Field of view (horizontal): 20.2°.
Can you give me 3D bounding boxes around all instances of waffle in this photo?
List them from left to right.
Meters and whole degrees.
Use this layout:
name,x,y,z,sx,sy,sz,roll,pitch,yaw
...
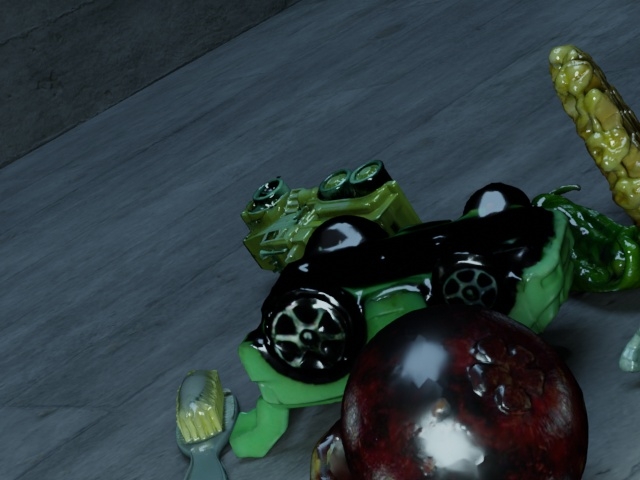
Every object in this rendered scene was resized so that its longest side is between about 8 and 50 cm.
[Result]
name,x,y,z,sx,sy,sz,roll,pitch,yaw
waffle,0.321,-0.099,1.916,0.056,0.249,0.253,-31,-17,13

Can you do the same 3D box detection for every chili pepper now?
name,x,y,z,sx,sy,sz,roll,pitch,yaw
chili pepper,0.269,0.003,1.826,0.074,0.100,0.257,17,7,-24

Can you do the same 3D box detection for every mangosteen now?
name,x,y,z,sx,sy,sz,roll,pitch,yaw
mangosteen,0.106,0.150,1.385,0.210,0.209,0.210,-20,16,6

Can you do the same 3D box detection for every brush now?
name,x,y,z,sx,sy,sz,roll,pitch,yaw
brush,-0.119,0.186,1.781,0.068,0.060,0.297,-19,15,2

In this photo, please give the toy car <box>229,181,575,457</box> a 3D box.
name,x,y,z,sx,sy,sz,roll,pitch,yaw
toy car,0.071,0.074,1.716,0.359,0.176,0.213,-13,18,17

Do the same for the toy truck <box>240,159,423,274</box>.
name,x,y,z,sx,sy,sz,roll,pitch,yaw
toy truck,0.000,-0.002,2.145,0.260,0.128,0.135,-1,39,51

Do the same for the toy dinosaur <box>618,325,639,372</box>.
name,x,y,z,sx,sy,sz,roll,pitch,yaw
toy dinosaur,0.320,0.054,1.573,0.129,0.076,0.383,-48,12,31
